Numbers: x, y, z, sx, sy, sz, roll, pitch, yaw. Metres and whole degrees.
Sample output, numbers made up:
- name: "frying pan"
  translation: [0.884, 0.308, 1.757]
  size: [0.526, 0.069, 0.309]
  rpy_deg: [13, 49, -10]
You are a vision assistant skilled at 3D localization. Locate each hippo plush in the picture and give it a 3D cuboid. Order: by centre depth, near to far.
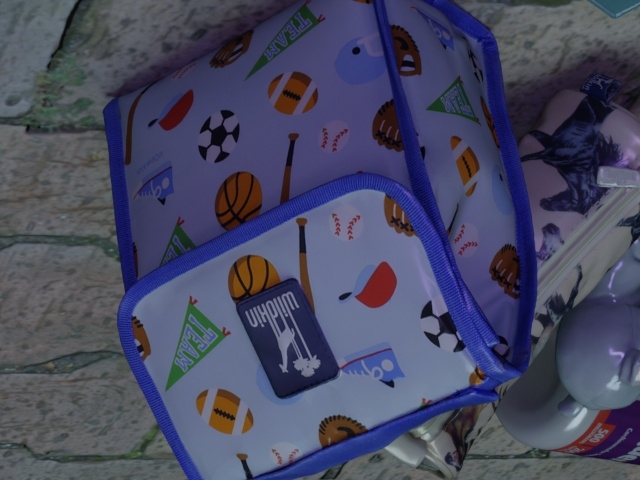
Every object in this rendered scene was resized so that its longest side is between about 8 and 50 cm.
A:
- name: "hippo plush"
  translation: [0.313, 0.046, 2.035]
  size: [0.294, 0.236, 0.234]
  rpy_deg: [5, 149, -24]

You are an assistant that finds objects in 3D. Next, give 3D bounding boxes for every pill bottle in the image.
- name: "pill bottle"
  translation: [0.368, 0.172, 2.342]
  size: [0.323, 0.181, 0.181]
  rpy_deg: [13, 145, -34]

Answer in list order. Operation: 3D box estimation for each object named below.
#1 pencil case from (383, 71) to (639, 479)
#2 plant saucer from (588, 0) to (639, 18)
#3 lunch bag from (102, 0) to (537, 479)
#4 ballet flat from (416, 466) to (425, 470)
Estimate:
- name: "pencil case"
  translation: [0.172, 0.039, 1.850]
  size: [0.160, 0.410, 0.183]
  rpy_deg: [43, 168, -8]
- name: "plant saucer"
  translation: [0.228, -0.241, 1.713]
  size: [0.067, 0.018, 0.192]
  rpy_deg: [-27, 146, 30]
- name: "lunch bag"
  translation: [0.000, 0.000, 1.704]
  size: [0.328, 0.385, 0.239]
  rpy_deg: [-26, 148, 30]
- name: "ballet flat"
  translation: [0.062, 0.060, 2.072]
  size: [0.182, 0.164, 0.483]
  rpy_deg: [26, 153, 27]
